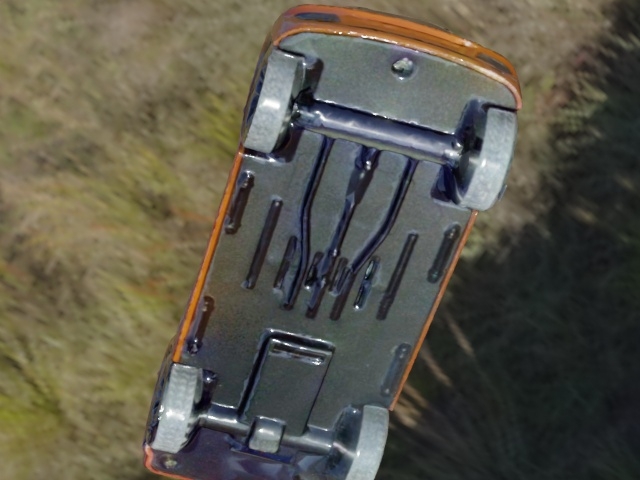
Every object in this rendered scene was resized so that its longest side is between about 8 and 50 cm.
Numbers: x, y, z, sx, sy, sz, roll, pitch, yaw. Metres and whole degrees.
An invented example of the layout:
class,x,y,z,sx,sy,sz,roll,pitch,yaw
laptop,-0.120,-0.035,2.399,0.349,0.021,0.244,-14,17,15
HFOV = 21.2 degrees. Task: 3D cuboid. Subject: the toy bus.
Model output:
class,x,y,z,sx,sy,sz,roll,pitch,yaw
toy bus,0.000,0.000,0.989,0.153,0.143,0.329,-87,14,-53
